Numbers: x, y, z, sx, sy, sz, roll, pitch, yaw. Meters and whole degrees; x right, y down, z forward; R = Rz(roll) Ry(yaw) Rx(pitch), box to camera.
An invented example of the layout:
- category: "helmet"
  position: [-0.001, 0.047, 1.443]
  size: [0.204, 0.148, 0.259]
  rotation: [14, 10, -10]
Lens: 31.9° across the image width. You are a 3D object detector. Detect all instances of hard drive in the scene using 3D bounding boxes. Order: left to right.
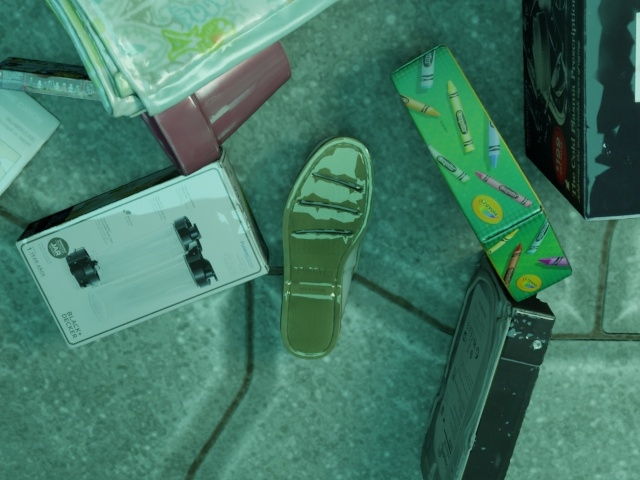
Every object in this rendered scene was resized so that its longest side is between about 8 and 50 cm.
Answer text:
- category: "hard drive"
  position: [0.210, 0.206, 1.477]
  size: [0.064, 0.237, 0.339]
  rotation: [12, 108, -5]

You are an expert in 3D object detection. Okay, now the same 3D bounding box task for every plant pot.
- category: "plant pot"
  position: [-0.144, -0.208, 1.369]
  size: [0.180, 0.201, 0.201]
  rotation: [-34, 106, -8]

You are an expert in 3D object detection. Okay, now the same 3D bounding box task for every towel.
- category: "towel"
  position: [-0.149, -0.346, 1.230]
  size: [0.374, 0.090, 0.320]
  rotation: [-35, 103, -23]

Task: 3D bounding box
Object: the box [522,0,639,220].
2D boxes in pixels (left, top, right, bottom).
- category: "box"
  position: [0.351, -0.231, 1.303]
  size: [0.179, 0.312, 0.343]
  rotation: [-4, 107, 0]

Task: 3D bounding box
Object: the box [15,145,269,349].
- category: "box"
  position: [-0.229, 0.010, 1.479]
  size: [0.290, 0.087, 0.169]
  rotation: [-22, 107, 6]

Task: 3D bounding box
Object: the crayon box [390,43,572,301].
- category: "crayon box"
  position: [0.191, -0.082, 1.342]
  size: [0.081, 0.278, 0.165]
  rotation: [-29, 145, 8]

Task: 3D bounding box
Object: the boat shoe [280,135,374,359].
- category: "boat shoe"
  position: [0.000, 0.000, 1.473]
  size: [0.113, 0.103, 0.302]
  rotation: [12, 108, -3]

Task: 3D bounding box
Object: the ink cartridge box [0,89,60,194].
- category: "ink cartridge box"
  position: [-0.579, -0.103, 1.455]
  size: [0.308, 0.091, 0.385]
  rotation: [40, 86, -12]

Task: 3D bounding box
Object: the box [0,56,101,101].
- category: "box"
  position: [-0.335, -0.203, 1.405]
  size: [0.137, 0.094, 0.027]
  rotation: [7, 107, -3]
